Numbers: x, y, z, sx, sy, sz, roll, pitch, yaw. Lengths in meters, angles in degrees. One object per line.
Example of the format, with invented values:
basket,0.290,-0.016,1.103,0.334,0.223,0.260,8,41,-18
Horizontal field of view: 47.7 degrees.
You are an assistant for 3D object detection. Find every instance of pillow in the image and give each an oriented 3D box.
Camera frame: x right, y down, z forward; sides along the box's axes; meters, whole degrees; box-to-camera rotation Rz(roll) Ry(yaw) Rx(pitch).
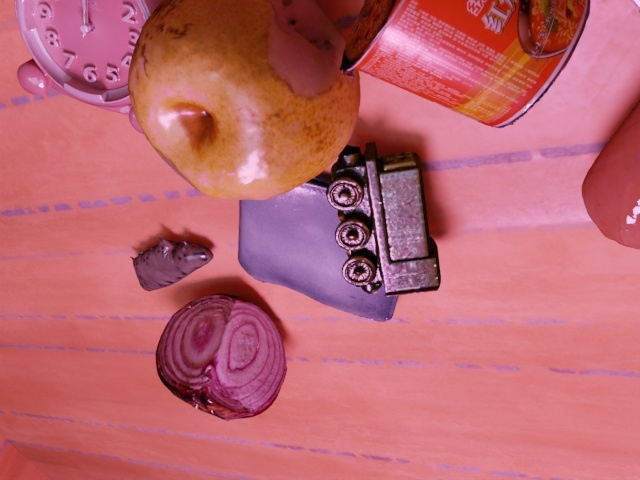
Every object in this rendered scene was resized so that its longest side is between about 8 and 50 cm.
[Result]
pillow,-0.291,0.040,1.346,0.093,0.051,0.241,44,140,-19

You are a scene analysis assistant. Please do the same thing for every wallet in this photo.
wallet,-0.001,0.001,1.139,0.290,0.054,0.251,19,139,10

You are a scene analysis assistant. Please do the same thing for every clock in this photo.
clock,-0.267,-0.291,0.924,0.227,0.142,0.241,19,130,9

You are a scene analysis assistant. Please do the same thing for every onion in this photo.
onion,-0.185,0.226,1.376,0.206,0.216,0.206,2,151,42

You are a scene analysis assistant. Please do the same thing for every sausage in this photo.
sausage,0.381,-0.112,0.749,0.121,0.121,0.304,25,139,3

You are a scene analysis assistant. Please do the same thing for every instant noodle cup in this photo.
instant noodle cup,0.144,-0.221,0.716,0.174,0.213,0.213,27,141,-13

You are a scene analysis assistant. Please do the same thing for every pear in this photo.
pear,-0.078,-0.180,0.828,0.271,0.271,0.271,16,139,14

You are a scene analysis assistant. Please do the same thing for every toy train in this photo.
toy train,0.088,-0.028,0.998,0.137,0.090,0.226,-6,119,9

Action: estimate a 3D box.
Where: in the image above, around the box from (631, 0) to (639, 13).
box,0.348,-0.355,0.555,0.214,0.069,0.353,40,141,-15
